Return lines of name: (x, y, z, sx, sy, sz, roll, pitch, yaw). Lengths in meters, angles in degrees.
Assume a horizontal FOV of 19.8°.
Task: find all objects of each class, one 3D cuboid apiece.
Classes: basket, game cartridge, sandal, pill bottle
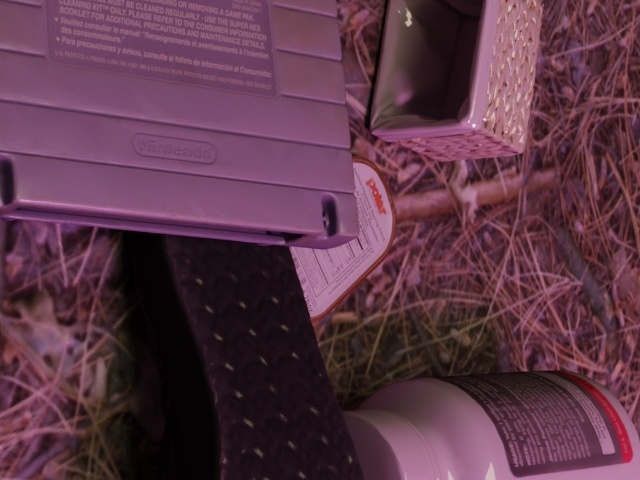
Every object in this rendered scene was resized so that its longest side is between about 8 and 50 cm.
basket: (0.126, -0.159, 1.660, 0.103, 0.113, 0.167, 28, 66, -48)
game cartridge: (-0.127, -0.118, 1.363, 0.355, 0.068, 0.230, 6, 68, -40)
sandal: (-0.059, 0.164, 1.401, 0.167, 0.107, 0.446, 8, 61, -40)
pill bottle: (0.124, 0.203, 1.575, 0.318, 0.176, 0.176, 2, 85, -49)

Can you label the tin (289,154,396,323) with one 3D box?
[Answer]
tin: (0.000, 0.000, 1.561, 0.189, 0.040, 0.106, -43, 122, -42)
